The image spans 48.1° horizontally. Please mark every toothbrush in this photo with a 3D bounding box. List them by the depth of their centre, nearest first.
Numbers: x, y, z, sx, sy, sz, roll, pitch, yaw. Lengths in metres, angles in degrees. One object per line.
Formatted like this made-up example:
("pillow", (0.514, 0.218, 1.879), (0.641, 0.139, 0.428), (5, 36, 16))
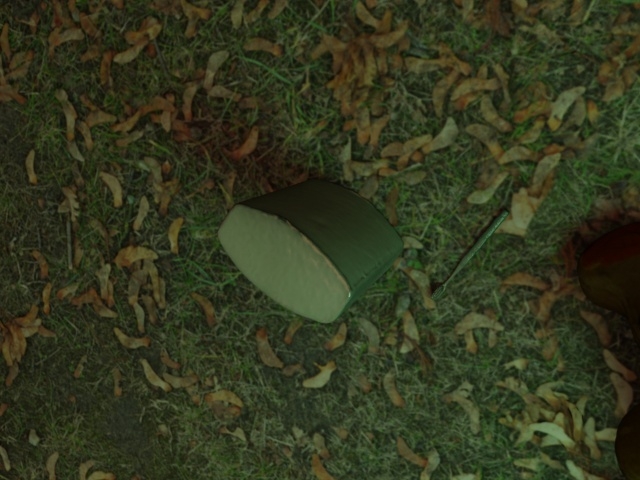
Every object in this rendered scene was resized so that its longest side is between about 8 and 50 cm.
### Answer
("toothbrush", (0.206, 0.022, 1.000), (0.011, 0.014, 0.167), (43, 111, 16))

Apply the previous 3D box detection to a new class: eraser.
("eraser", (0.000, 0.000, 0.931), (0.174, 0.270, 0.094), (38, 112, 8))

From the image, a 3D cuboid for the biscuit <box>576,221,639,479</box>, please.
("biscuit", (0.468, 0.081, 0.731), (0.368, 0.394, 0.076), (-17, 125, 22))
